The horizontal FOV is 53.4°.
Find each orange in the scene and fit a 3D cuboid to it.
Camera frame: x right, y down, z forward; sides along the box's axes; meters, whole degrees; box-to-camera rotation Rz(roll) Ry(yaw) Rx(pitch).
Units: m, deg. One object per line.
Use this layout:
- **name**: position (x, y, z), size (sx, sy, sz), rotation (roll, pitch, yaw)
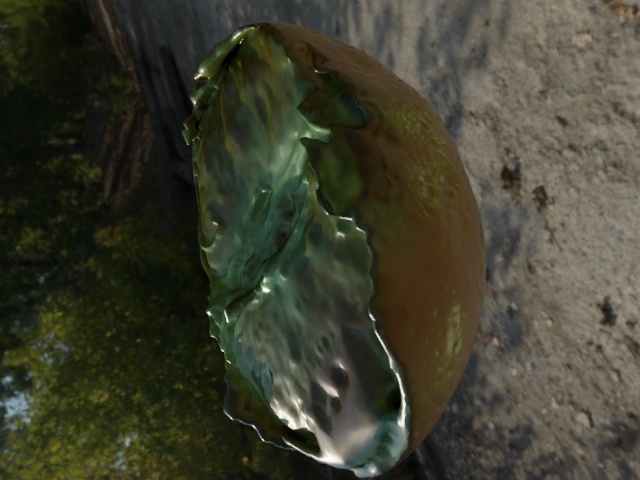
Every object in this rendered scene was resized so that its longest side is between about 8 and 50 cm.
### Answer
- **orange**: position (0.009, -0.003, 0.479), size (0.263, 0.196, 0.335), rotation (96, 160, -47)
